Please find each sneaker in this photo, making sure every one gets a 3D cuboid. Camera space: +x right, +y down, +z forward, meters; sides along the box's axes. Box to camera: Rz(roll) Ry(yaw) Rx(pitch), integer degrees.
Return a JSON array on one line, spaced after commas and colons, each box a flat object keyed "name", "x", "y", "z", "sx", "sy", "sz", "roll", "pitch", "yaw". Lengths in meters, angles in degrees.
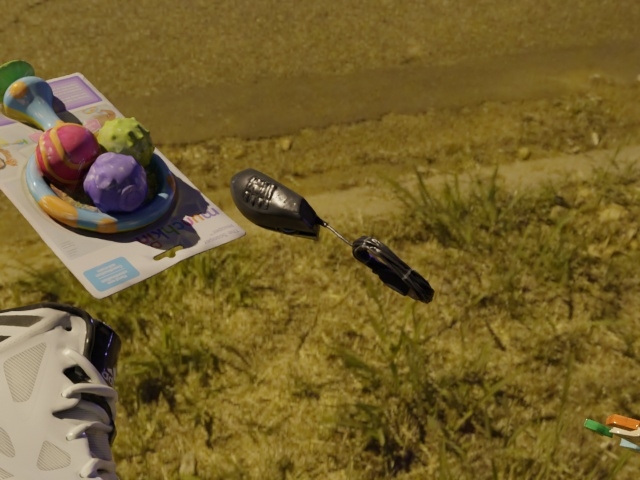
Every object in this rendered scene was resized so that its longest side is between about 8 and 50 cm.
[{"name": "sneaker", "x": -0.194, "y": 0.180, "z": 0.623, "sx": 0.447, "sy": 0.169, "sz": 0.257, "roll": 20, "pitch": 50, "yaw": 14}]

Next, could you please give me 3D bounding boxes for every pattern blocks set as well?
[{"name": "pattern blocks set", "x": 0.651, "y": 0.377, "z": 1.400, "sx": 0.285, "sy": 0.324, "sz": 0.026, "roll": 30, "pitch": 73, "yaw": -27}]

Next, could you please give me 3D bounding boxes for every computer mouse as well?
[{"name": "computer mouse", "x": 0.000, "y": 0.000, "z": 0.706, "sx": 0.242, "sy": 0.071, "sz": 0.041, "roll": 31, "pitch": 74, "yaw": 32}]

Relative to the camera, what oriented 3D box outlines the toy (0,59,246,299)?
[{"name": "toy", "x": -0.179, "y": -0.070, "z": 0.584, "sx": 0.237, "sy": 0.056, "sz": 0.136, "roll": 40, "pitch": 44, "yaw": 25}]
